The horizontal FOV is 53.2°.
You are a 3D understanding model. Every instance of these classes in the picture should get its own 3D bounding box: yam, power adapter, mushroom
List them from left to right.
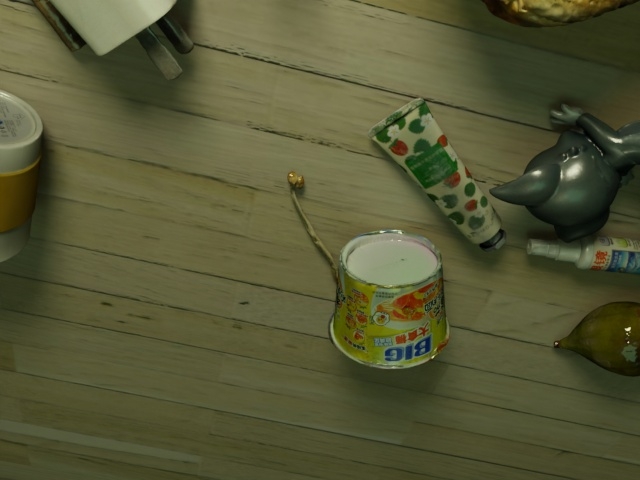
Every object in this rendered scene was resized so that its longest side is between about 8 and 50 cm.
[{"bbox_3d":[-0.352,-0.310,0.814,0.032,0.032,0.145,-16,128,19],"label":"yam"},{"bbox_3d":[-0.225,-0.288,0.752,0.125,0.130,0.205,-22,125,24],"label":"power adapter"},{"bbox_3d":[-0.004,-0.002,1.066,0.026,0.028,0.286,-37,132,-18],"label":"mushroom"}]

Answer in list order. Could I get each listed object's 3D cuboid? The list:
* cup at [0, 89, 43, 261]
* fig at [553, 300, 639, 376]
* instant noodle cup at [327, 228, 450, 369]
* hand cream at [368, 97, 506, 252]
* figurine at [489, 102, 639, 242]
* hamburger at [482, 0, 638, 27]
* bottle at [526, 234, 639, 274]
[{"bbox_3d":[-0.524,-0.112,0.936,0.241,0.185,0.226,41,125,11],"label":"cup"},{"bbox_3d":[0.507,0.189,1.115,0.133,0.126,0.185,24,128,-33],"label":"fig"},{"bbox_3d":[0.112,0.082,1.026,0.205,0.205,0.153,2,122,5],"label":"instant noodle cup"},{"bbox_3d":[0.187,-0.086,0.945,0.095,0.059,0.276,-31,118,27],"label":"hand cream"},{"bbox_3d":[0.395,-0.092,0.863,0.265,0.140,0.193,-7,154,43],"label":"figurine"},{"bbox_3d":[0.247,-0.369,0.596,0.284,0.174,0.304,-18,128,18],"label":"hamburger"},{"bbox_3d":[0.438,0.018,1.010,0.217,0.060,0.060,7,133,2],"label":"bottle"}]
